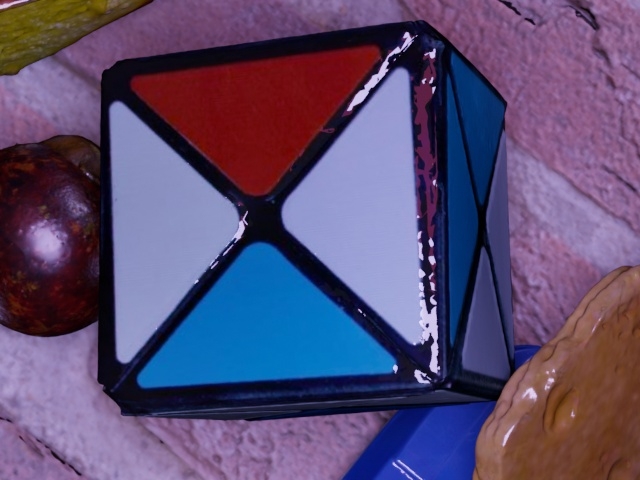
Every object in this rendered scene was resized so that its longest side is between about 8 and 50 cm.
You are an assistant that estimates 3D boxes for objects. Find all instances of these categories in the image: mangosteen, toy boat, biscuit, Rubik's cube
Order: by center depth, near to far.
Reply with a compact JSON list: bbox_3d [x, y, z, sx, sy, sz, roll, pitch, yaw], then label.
[{"bbox_3d":[-0.001,0.000,1.143,0.250,0.246,0.248,-5,83,17],"label":"Rubik's cube"},{"bbox_3d":[0.217,0.161,1.209,0.376,0.051,0.269,-55,131,-9],"label":"biscuit"},{"bbox_3d":[-0.197,-0.014,1.223,0.145,0.156,0.181,25,51,23],"label":"mangosteen"},{"bbox_3d":[0.089,0.196,1.249,0.129,0.088,0.295,39,71,0],"label":"toy boat"}]

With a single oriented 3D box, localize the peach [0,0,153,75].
[{"bbox_3d":[-0.280,-0.271,1.133,0.405,0.335,0.310,-23,88,-1],"label":"peach"}]
